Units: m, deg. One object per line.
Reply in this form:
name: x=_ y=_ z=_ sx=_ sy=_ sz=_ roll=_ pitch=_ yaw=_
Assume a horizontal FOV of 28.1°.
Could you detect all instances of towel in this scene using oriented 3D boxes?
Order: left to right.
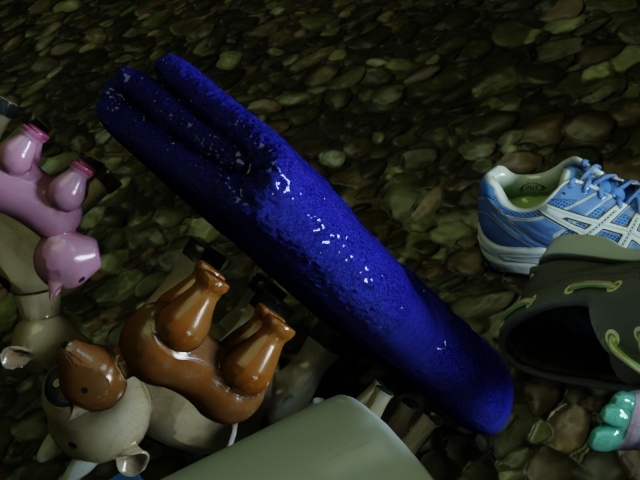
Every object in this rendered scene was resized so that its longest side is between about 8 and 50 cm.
towel: x=0.000 y=0.000 z=0.883 sx=0.076 sy=0.308 sz=0.228 roll=-51 pitch=42 yaw=-6

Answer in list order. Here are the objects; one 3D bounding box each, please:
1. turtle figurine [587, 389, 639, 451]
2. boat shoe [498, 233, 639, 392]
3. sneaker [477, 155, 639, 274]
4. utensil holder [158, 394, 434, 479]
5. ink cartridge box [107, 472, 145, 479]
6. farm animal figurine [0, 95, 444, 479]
turtle figurine: x=0.244 y=0.180 z=0.693 sx=0.234 sy=0.118 sz=0.175 roll=29 pitch=99 yaw=49
boat shoe: x=0.214 y=0.055 z=0.803 sx=0.091 sy=0.109 sz=0.305 roll=-49 pitch=15 yaw=-14
sneaker: x=0.218 y=-0.018 z=0.985 sx=0.211 sy=0.081 sz=0.080 roll=-2 pitch=38 yaw=23
utensil holder: x=-0.089 y=0.284 z=0.547 sx=0.385 sy=0.327 sz=0.327 roll=-27 pitch=36 yaw=-12
ink cartridge box: x=-0.128 y=0.254 z=0.807 sx=0.140 sy=0.082 sz=0.191 roll=-32 pitch=36 yaw=-14
farm animal figurine: x=-0.123 y=0.074 z=0.856 sx=0.172 sy=0.327 sz=0.330 roll=-54 pitch=43 yaw=1
